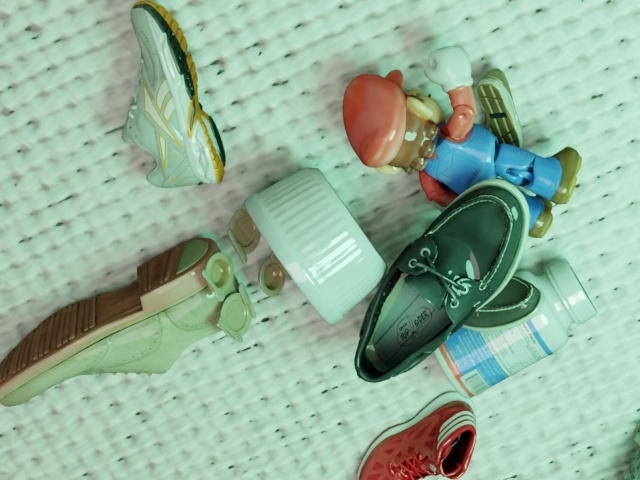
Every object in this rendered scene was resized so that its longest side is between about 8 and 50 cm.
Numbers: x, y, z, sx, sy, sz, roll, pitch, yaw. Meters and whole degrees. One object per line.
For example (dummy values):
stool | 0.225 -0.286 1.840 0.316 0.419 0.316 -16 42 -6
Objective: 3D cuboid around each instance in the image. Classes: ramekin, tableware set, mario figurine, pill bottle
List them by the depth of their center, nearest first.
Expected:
mario figurine | 0.181 -0.139 1.712 0.320 0.170 0.198 26 92 -6
ramekin | 0.000 0.000 1.720 0.109 0.207 0.207 -35 108 3
tableware set | -0.105 0.046 1.774 0.020 0.168 0.141 1 133 38
pill bottle | 0.269 0.118 1.809 0.221 0.124 0.124 -31 109 10

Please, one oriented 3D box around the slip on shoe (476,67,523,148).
slip on shoe | 0.244 -0.169 1.739 0.051 0.041 0.135 -1 131 32

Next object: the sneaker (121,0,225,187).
sneaker | -0.218 -0.182 1.702 0.121 0.099 0.262 -14 110 9

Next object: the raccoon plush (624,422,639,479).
raccoon plush | 0.644 0.385 1.933 0.446 0.216 0.299 -16 99 -25

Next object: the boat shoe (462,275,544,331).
boat shoe | 0.193 0.073 1.758 0.228 0.081 0.068 -2 139 39

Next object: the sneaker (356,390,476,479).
sneaker | 0.139 0.321 1.884 0.087 0.128 0.221 39 105 -14

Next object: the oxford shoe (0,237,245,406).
oxford shoe | -0.285 0.151 1.810 0.397 0.140 0.146 -27 116 11

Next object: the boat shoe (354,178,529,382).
boat shoe | 0.143 0.064 1.672 0.127 0.113 0.340 46 124 6
